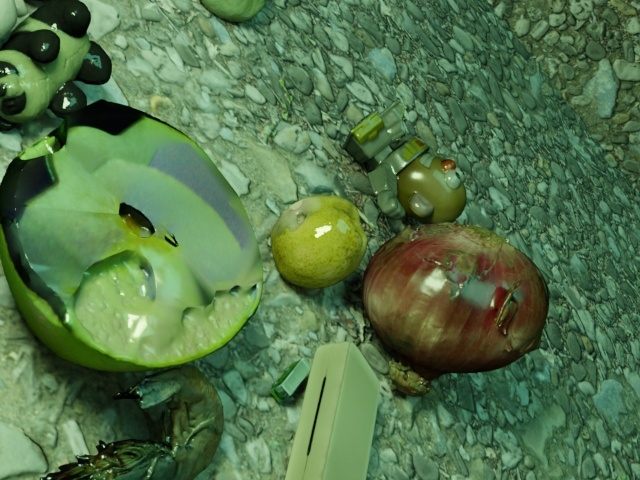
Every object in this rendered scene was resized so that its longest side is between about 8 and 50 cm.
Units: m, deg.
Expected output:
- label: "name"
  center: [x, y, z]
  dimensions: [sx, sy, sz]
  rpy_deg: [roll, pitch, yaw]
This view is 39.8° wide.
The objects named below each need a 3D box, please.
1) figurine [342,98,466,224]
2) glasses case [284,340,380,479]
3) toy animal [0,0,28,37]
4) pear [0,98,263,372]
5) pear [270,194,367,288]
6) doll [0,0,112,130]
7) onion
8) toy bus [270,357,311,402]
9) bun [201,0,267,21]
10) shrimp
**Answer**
- label: "figurine"
  center: [0.195, -0.149, 1.898]
  dimensions: [0.342, 0.167, 0.285]
  rpy_deg: [-36, 85, -33]
- label: "glasses case"
  center: [0.023, 0.315, 1.410]
  dimensions: [0.131, 0.070, 0.312]
  rpy_deg: [57, 31, -34]
- label: "toy animal"
  center: [-0.481, -0.294, 1.223]
  dimensions: [0.104, 0.131, 0.220]
  rpy_deg: [17, 73, -8]
- label: "pear"
  center: [-0.283, 0.022, 1.223]
  dimensions: [0.399, 0.165, 0.398]
  rpy_deg: [29, 45, -33]
- label: "pear"
  center: [0.000, 0.000, 1.569]
  dimensions: [0.178, 0.178, 0.178]
  rpy_deg: [29, 44, -33]
- label: "doll"
  center: [-0.412, -0.261, 1.318]
  dimensions: [0.234, 0.135, 0.143]
  rpy_deg: [-73, 157, -45]
- label: "onion"
  center: [0.250, 0.105, 1.637]
  dimensions: [0.354, 0.354, 0.353]
  rpy_deg: [29, 44, -33]
- label: "toy bus"
  center: [-0.049, 0.229, 1.448]
  dimensions: [0.031, 0.037, 0.083]
  rpy_deg: [52, 37, -7]
- label: "bun"
  center: [-0.179, -0.548, 1.817]
  dimensions: [0.195, 0.118, 0.195]
  rpy_deg: [27, 49, -36]
- label: "shrimp"
  center: [-0.220, 0.249, 1.139]
  dimensions: [0.289, 0.075, 0.178]
  rpy_deg: [4, 101, -47]
